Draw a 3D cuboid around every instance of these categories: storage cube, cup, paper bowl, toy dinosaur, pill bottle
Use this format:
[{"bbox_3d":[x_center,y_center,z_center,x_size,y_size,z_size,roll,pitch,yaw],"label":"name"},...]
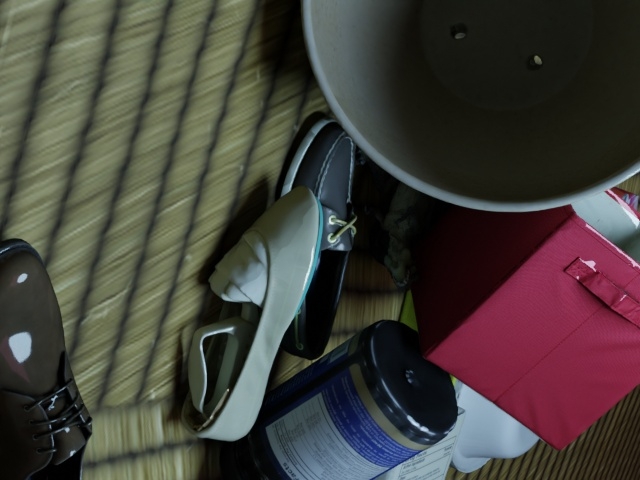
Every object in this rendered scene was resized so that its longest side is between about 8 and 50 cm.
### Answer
[{"bbox_3d":[0.216,0.044,1.018,0.183,0.215,0.193,35,112,-19],"label":"storage cube"},{"bbox_3d":[0.163,-0.200,0.926,0.237,0.331,0.331,-38,147,-80],"label":"cup"},{"bbox_3d":[0.235,0.172,1.402,0.284,0.148,0.284,-37,139,-41],"label":"paper bowl"},{"bbox_3d":[0.087,-0.078,1.064,0.118,0.064,0.268,44,56,-33],"label":"toy dinosaur"},{"bbox_3d":[0.010,0.176,0.998,0.219,0.123,0.123,-36,162,29],"label":"pill bottle"}]

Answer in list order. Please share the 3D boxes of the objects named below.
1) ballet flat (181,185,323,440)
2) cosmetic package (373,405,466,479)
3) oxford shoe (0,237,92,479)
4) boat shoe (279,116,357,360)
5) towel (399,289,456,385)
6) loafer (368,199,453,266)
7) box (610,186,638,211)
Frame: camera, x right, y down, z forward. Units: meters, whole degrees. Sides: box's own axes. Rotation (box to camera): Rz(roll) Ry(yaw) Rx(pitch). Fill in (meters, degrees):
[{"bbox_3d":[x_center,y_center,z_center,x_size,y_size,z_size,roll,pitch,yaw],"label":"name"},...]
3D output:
[{"bbox_3d":[-0.068,0.067,0.937,0.086,0.086,0.248,-4,115,-56],"label":"ballet flat"},{"bbox_3d":[0.042,0.312,1.216,0.153,0.129,0.296,-2,112,-55],"label":"cosmetic package"},{"bbox_3d":[-0.196,0.104,0.741,0.083,0.096,0.227,-31,133,-42],"label":"oxford shoe"},{"bbox_3d":[0.000,0.000,0.995,0.081,0.068,0.228,-9,118,-55],"label":"boat shoe"},{"bbox_3d":[0.130,0.105,1.238,0.021,0.102,0.237,-5,116,-41],"label":"towel"},{"bbox_3d":[0.136,-0.061,1.154,0.223,0.078,0.076,-60,149,-11],"label":"loafer"},{"bbox_3d":[0.368,0.039,1.532,0.122,0.128,0.257,-46,144,-31],"label":"box"}]
